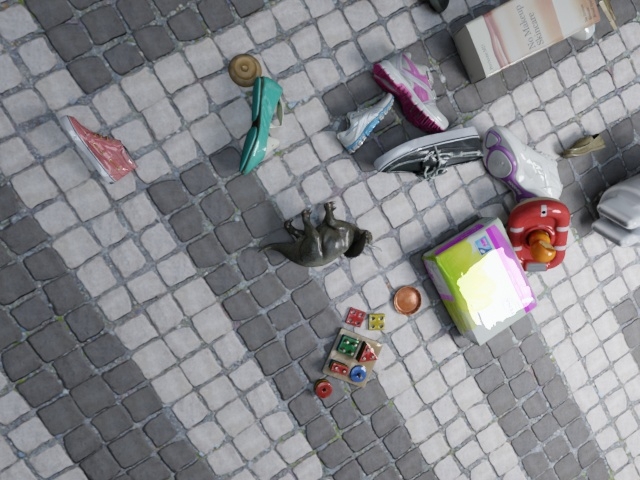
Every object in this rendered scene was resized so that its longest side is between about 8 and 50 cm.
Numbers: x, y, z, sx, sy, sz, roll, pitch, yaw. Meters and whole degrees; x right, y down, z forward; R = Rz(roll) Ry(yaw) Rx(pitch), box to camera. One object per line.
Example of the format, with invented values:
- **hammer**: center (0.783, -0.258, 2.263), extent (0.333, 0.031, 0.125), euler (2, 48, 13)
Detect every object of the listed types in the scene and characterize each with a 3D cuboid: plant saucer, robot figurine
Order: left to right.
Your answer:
- **plant saucer**: center (-0.189, -0.429, 1.022), extent (0.084, 0.015, 0.083), euler (-1, 94, -11)
- **plant saucer**: center (0.244, 0.169, 1.145), extent (0.084, 0.013, 0.083), euler (-1, 93, -11)
- **robot figurine**: center (0.972, -0.108, 1.173), extent (0.354, 0.199, 0.299), euler (-23, 135, -9)

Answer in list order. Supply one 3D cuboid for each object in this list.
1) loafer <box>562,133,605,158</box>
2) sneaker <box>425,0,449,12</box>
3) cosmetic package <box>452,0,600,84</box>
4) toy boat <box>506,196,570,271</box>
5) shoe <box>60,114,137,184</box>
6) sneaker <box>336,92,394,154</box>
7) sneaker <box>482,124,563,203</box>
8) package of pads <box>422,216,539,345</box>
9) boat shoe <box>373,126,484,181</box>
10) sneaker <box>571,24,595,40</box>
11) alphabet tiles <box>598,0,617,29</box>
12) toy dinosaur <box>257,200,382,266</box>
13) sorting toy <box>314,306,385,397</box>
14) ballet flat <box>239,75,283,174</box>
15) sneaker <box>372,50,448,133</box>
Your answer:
- **loafer**: center (0.771, -0.278, 1.201), extent (0.148, 0.056, 0.050), euler (-18, 96, -19)
- **sneaker**: center (0.244, -0.688, 1.063), extent (0.228, 0.130, 0.087), euler (29, 82, -39)
- **cosmetic package**: center (0.521, -0.549, 1.055), extent (0.297, 0.129, 0.153), euler (-27, 101, 9)
- **toy boat**: center (0.588, 0.002, 1.093), extent (0.151, 0.151, 0.230), euler (-2, 121, 17)
- **shoe**: center (-0.512, -0.225, 0.951), extent (0.081, 0.063, 0.177), euler (-35, 105, -8)
- **sneaker**: center (0.114, -0.321, 1.063), extent (0.083, 0.071, 0.190), euler (40, 85, -5)
- **sneaker**: center (0.572, -0.213, 1.150), extent (0.305, 0.114, 0.152), euler (48, 73, -16)
- **package of pads**: center (0.443, 0.115, 1.136), extent (0.229, 0.101, 0.296), euler (-31, 98, -8)
- **boat shoe**: center (0.293, -0.213, 1.081), extent (0.307, 0.113, 0.104), euler (-16, 82, -19)
- **sneaker**: center (0.656, -0.618, 1.145), extent (0.229, 0.087, 0.092), euler (27, 95, -4)
- **alphabet tiles**: center (0.710, -0.735, 1.073), extent (0.285, 0.011, 0.341), euler (3, 74, -44)
- **toy dinosaur**: center (0.000, 0.000, 1.035), extent (0.314, 0.121, 0.160), euler (-18, 83, -13)
- **sorting toy**: center (0.096, 0.316, 1.109), extent (0.133, 0.046, 0.274), euler (25, 88, -12)
- **ballet flat**: center (-0.137, -0.278, 1.012), extent (0.087, 0.083, 0.246), euler (10, 94, -25)
- **sneaker**: center (0.259, -0.393, 1.067), extent (0.111, 0.103, 0.252), euler (-44, 101, -4)
